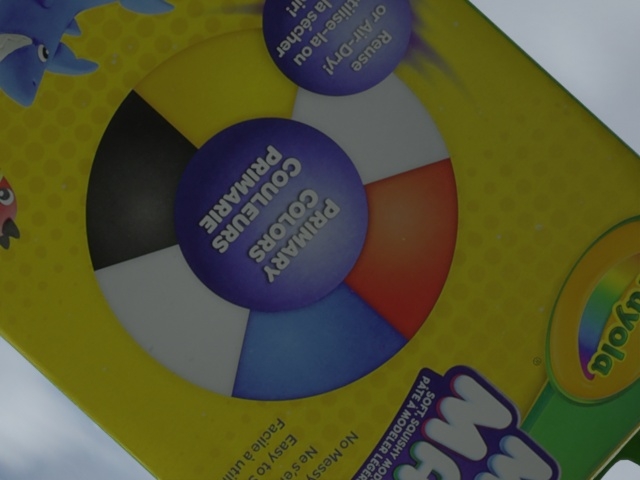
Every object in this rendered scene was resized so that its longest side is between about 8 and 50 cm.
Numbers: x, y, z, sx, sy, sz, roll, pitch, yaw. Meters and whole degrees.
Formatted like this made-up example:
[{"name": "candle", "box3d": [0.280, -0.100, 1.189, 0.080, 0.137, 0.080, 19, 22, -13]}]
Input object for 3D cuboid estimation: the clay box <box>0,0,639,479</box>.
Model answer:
[{"name": "clay box", "box3d": [0.000, 0.000, 0.446, 0.222, 0.053, 0.127, 42, -87, 2]}]
